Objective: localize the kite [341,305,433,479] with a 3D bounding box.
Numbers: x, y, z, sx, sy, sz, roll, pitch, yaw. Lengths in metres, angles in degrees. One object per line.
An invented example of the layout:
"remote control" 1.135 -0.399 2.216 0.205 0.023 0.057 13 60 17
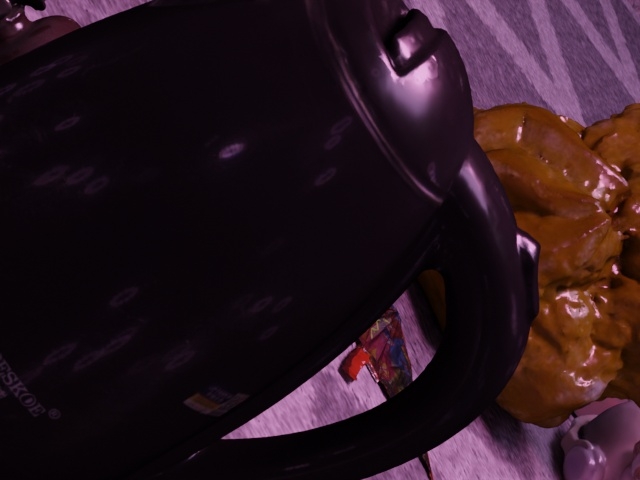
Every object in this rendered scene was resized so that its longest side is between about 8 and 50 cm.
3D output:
"kite" 0.046 0.084 1.452 0.232 0.009 0.189 61 18 -2

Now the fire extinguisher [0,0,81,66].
"fire extinguisher" -0.159 -0.075 1.082 0.075 0.106 0.252 -47 110 -30

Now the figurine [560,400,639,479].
"figurine" 0.307 0.238 1.745 0.162 0.141 0.237 16 27 -18

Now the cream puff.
"cream puff" 0.219 -0.011 1.650 0.274 0.270 0.323 31 34 -48

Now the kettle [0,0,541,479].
"kettle" -0.043 0.005 0.900 0.268 0.290 0.207 58 18 -13

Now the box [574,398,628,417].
"box" 0.282 0.069 1.966 0.221 0.091 0.274 51 22 -31
